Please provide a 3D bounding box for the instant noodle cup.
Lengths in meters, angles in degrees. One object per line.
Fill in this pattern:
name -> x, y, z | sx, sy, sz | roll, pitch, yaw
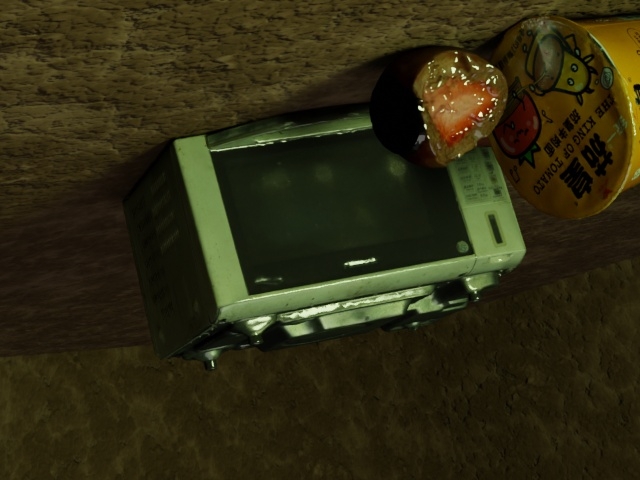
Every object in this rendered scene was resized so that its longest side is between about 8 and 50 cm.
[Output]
instant noodle cup -> 0.303, -0.145, 1.671 | 0.172, 0.216, 0.216 | -18, 175, -34

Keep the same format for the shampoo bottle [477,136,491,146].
shampoo bottle -> 0.173, -0.147, 1.811 | 0.244, 0.085, 0.085 | -2, 166, -44

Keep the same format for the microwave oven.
microwave oven -> 0.000, 0.000, 1.932 | 0.394, 0.247, 0.333 | -10, 169, -21

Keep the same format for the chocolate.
chocolate -> 0.129, -0.141, 1.647 | 0.133, 0.127, 0.124 | -3, 138, -31
